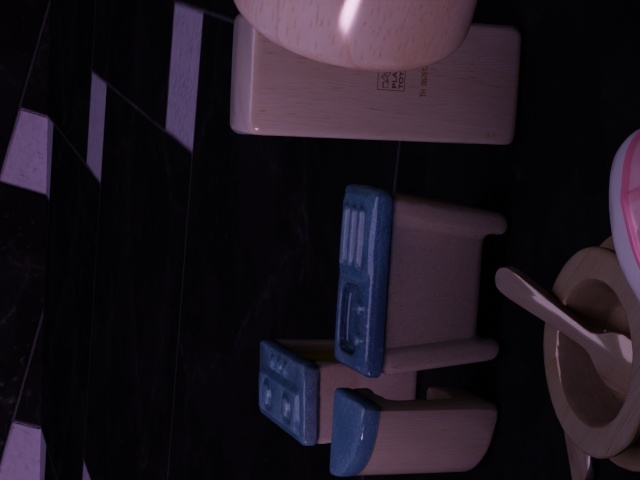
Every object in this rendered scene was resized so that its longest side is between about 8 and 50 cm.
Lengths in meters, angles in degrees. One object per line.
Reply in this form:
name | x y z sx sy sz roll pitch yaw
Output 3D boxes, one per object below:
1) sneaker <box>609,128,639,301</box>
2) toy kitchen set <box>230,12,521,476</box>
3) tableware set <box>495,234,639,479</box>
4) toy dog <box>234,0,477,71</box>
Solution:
sneaker | 0.128 0.017 0.387 0.070 0.051 0.134 130 135 -60
toy kitchen set | 0.000 0.000 0.656 0.166 0.122 0.207 -162 75 -71
tableware set | 0.105 0.088 0.464 0.128 0.039 0.194 129 139 -62
toy dog | 0.068 -0.195 0.497 0.220 0.161 0.334 114 166 -55
